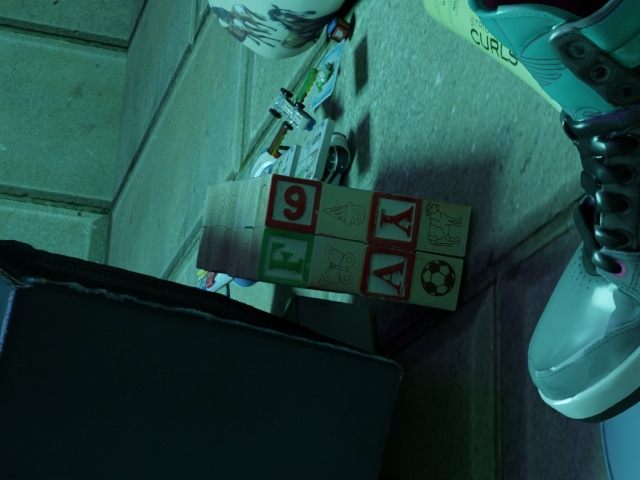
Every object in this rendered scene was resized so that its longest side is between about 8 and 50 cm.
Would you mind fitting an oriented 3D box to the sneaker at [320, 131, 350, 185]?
[{"bbox_3d":[0.006,-0.072,1.522,0.043,0.040,0.109,-86,19,-51],"label":"sneaker"}]

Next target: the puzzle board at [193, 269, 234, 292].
[{"bbox_3d":[-0.120,0.019,1.657,0.128,0.011,0.096,-32,40,58],"label":"puzzle board"}]

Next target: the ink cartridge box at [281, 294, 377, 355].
[{"bbox_3d":[-0.016,0.177,1.364,0.208,0.087,0.153,118,155,-48],"label":"ink cartridge box"}]

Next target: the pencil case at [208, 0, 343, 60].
[{"bbox_3d":[-0.006,-0.356,1.484,0.410,0.160,0.183,135,128,-65],"label":"pencil case"}]

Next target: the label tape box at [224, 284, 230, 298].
[{"bbox_3d":[-0.158,0.232,1.621,0.249,0.115,0.347,-104,14,-76],"label":"label tape box"}]

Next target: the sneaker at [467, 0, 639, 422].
[{"bbox_3d":[0.139,-0.058,0.674,0.295,0.178,0.124,-61,19,16],"label":"sneaker"}]

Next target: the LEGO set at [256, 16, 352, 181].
[{"bbox_3d":[-0.012,-0.126,1.545,0.182,0.060,0.244,-36,35,52],"label":"LEGO set"}]

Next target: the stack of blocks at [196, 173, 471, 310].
[{"bbox_3d":[0.000,0.000,1.250,0.297,0.171,0.087,-176,95,-75],"label":"stack of blocks"}]

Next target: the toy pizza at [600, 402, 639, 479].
[{"bbox_3d":[0.207,0.072,0.742,0.201,0.032,0.201,-172,90,-75],"label":"toy pizza"}]

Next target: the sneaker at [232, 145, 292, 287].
[{"bbox_3d":[-0.074,-0.015,1.684,0.081,0.080,0.211,-94,19,-47],"label":"sneaker"}]

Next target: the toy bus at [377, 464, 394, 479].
[{"bbox_3d":[0.015,0.321,1.146,0.332,0.108,0.130,-104,26,-53],"label":"toy bus"}]

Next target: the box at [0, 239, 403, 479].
[{"bbox_3d":[-0.199,0.266,1.139,0.472,0.297,0.480,-168,92,-72],"label":"box"}]

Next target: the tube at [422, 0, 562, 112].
[{"bbox_3d":[0.145,-0.170,1.049,0.070,0.062,0.240,61,175,-26],"label":"tube"}]
